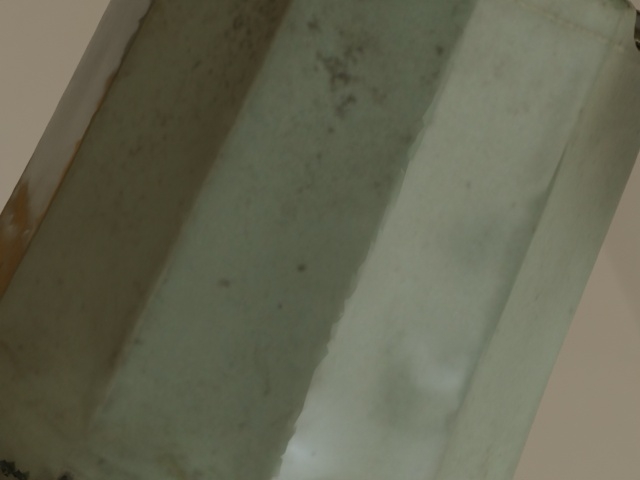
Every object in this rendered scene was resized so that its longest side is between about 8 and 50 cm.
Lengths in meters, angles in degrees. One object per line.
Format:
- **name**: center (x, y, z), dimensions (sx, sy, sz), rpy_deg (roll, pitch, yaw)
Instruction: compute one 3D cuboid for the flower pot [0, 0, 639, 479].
- **flower pot**: center (0.000, 0.000, 0.529), dimensions (0.290, 0.290, 0.259), rpy_deg (39, -72, 50)
